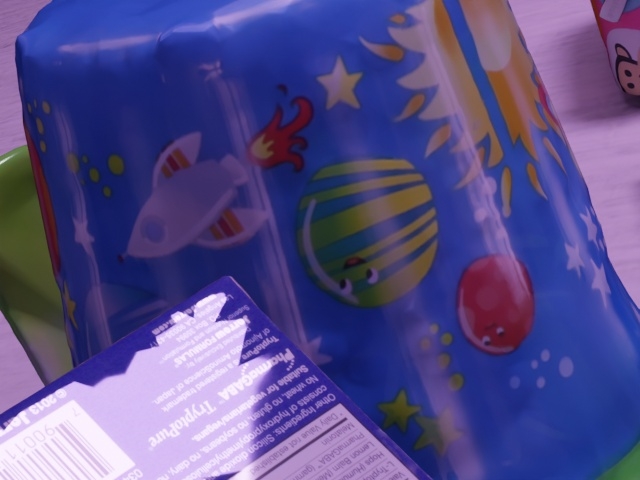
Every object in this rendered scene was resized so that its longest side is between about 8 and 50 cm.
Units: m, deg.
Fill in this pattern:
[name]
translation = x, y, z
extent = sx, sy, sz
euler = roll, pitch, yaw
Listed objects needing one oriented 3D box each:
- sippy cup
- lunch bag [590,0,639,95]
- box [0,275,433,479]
[sippy cup]
translation = 0.000, 0.000, 0.691
extent = 0.305, 0.224, 0.240
euler = -14, 20, 8
[lunch bag]
translation = 0.294, -0.174, 1.083
extent = 0.293, 0.120, 0.258
euler = -14, 24, 14
[box]
translation = -0.001, 0.120, 0.512
extent = 0.136, 0.036, 0.225
euler = -31, 64, -35
